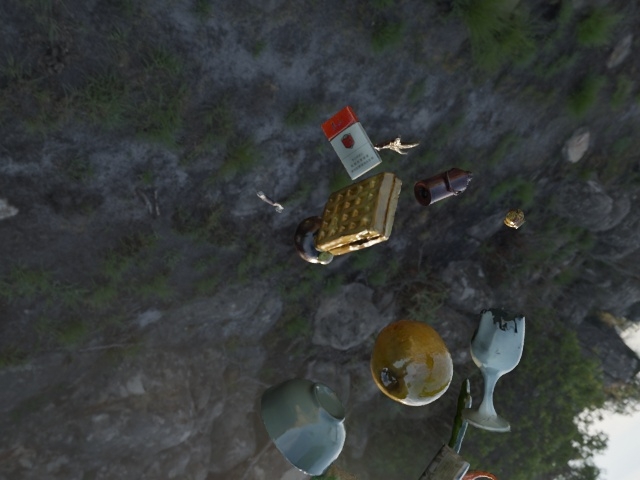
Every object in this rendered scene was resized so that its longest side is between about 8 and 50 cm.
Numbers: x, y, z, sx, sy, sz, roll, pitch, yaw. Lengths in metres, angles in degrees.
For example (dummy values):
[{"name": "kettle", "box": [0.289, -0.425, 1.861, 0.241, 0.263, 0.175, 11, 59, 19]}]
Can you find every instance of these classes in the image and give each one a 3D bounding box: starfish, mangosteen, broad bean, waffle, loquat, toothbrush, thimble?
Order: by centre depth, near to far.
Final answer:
[{"name": "toothbrush", "box": [-0.148, -0.115, 1.429, 0.026, 0.024, 0.288, -56, 172, 0]}, {"name": "broad bean", "box": [0.425, 0.551, 1.464, 0.060, 0.043, 0.297, 98, 15, -55]}, {"name": "thimble", "box": [0.033, 0.846, 1.557, 0.219, 0.150, 0.219, -60, -178, 3]}, {"name": "waffle", "box": [0.122, -0.082, 1.568, 0.098, 0.224, 0.328, 23, 157, -28]}, {"name": "loquat", "box": [0.296, 0.395, 1.572, 0.275, 0.275, 0.274, -29, 150, -19]}, {"name": "mangosteen", "box": [0.000, 0.000, 1.907, 0.192, 0.217, 0.192, -6, 102, -31]}, {"name": "starfish", "box": [0.299, -0.395, 1.996, 0.238, 0.213, 0.056, -4, 92, -60]}]

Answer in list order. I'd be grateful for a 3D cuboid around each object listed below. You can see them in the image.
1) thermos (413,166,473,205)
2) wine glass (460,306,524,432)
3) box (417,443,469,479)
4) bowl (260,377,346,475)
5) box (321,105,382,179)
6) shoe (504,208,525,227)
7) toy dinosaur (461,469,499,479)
[{"name": "thermos", "box": [0.454, -0.203, 1.735, 0.232, 0.098, 0.124, -22, -178, -25]}, {"name": "wine glass", "box": [0.467, 0.342, 1.291, 0.143, 0.144, 0.320, 7, 91, -54]}, {"name": "box", "box": [0.236, 0.451, 0.924, 0.098, 0.062, 0.045, -44, 148, -18]}, {"name": "bowl", "box": [-0.021, 0.506, 1.386, 0.146, 0.289, 0.289, -43, 152, 13]}, {"name": "box", "box": [0.117, -0.369, 1.820, 0.139, 0.245, 0.035, -29, -179, 32]}, {"name": "shoe", "box": [0.749, -0.086, 1.858, 0.109, 0.069, 0.072, -31, 166, -45]}, {"name": "toy dinosaur", "box": [0.395, 0.676, 1.331, 0.055, 0.101, 0.280, 5, 168, -35]}]
